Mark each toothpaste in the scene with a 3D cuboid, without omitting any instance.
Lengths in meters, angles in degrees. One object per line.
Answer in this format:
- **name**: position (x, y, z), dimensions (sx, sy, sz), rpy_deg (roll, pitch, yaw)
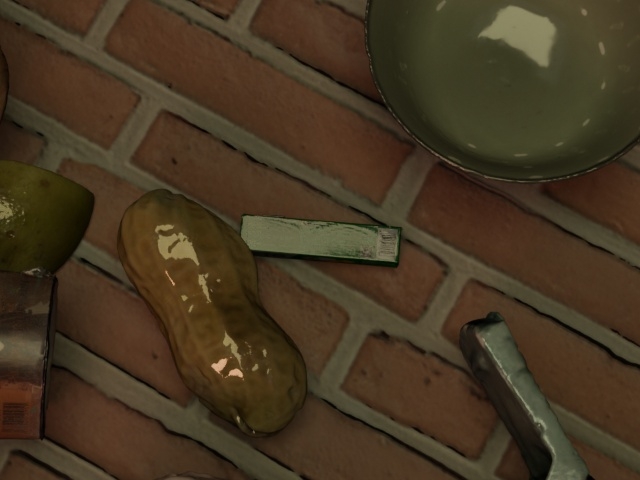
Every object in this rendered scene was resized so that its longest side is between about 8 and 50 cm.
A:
- **toothpaste**: position (0.000, 0.000, 1.805), dimensions (0.178, 0.037, 0.043), rpy_deg (5, 79, 0)

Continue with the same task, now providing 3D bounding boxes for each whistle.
- **whistle**: position (0.226, 0.277, 1.671), dimensions (0.188, 0.168, 0.404), rpy_deg (4, 76, 0)

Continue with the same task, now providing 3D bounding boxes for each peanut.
- **peanut**: position (-0.114, 0.076, 1.739), dimensions (0.130, 0.130, 0.290), rpy_deg (-26, 81, -8)

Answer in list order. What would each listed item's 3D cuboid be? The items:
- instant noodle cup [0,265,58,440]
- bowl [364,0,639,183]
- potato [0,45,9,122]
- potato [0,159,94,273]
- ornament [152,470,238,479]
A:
- **instant noodle cup**: position (-0.379, 0.113, 1.684), dimensions (0.207, 0.217, 0.217), rpy_deg (6, 75, -7)
- **bowl**: position (0.211, -0.201, 1.800), dimensions (0.337, 0.157, 0.337), rpy_deg (0, 74, -2)
- **potato**: position (-0.579, -0.197, 1.672), dimensions (0.442, 0.385, 0.319), rpy_deg (-30, 62, -15)
- **potato**: position (-0.319, -0.007, 1.775), dimensions (0.120, 0.081, 0.149), rpy_deg (8, 75, 3)
- **ornament**: position (-0.120, 0.345, 1.603), dimensions (0.259, 0.259, 0.225), rpy_deg (36, 78, 7)
